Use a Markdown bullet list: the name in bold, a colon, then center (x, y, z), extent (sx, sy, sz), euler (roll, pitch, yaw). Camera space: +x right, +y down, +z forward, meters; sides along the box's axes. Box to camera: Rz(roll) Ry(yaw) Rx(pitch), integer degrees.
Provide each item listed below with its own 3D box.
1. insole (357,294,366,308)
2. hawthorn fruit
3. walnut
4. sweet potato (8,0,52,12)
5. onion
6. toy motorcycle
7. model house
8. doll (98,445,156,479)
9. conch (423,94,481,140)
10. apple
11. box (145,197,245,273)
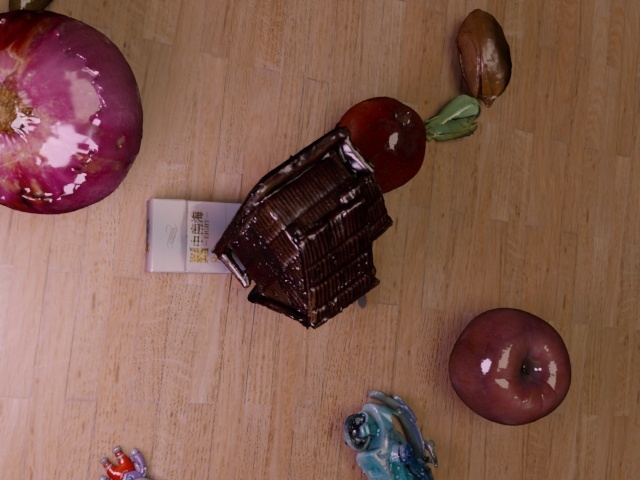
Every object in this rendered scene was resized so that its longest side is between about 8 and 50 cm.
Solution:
- **insole**: center (0.087, 0.045, 1.647), extent (0.003, 0.080, 0.232), euler (-7, 98, -20)
- **hawthorn fruit**: center (0.144, -0.223, 1.601), extent (0.215, 0.250, 0.215), euler (14, 57, -23)
- **walnut**: center (0.411, -0.458, 1.785), extent (0.137, 0.137, 0.246), euler (-17, 96, -25)
- **sweet potato**: center (-0.537, -0.512, 1.372), extent (0.074, 0.074, 0.270), euler (22, 68, -23)
- **onion**: center (-0.494, -0.219, 1.275), extent (0.358, 0.345, 0.359), euler (1, 84, -8)
- **toy motorcycle**: center (0.161, 0.475, 1.639), extent (0.206, 0.154, 0.260), euler (-40, 102, -45)
- **model house**: center (0.000, 0.000, 1.400), extent (0.317, 0.297, 0.282), euler (-37, 80, -27)
- **doll**: center (-0.354, 0.514, 1.423), extent (0.102, 0.075, 0.228), euler (-37, 92, -32)
- **conch**: center (0.334, -0.294, 1.781), extent (0.170, 0.079, 0.106), euler (-33, 96, -7)
- **apple**: center (0.453, 0.302, 1.725), extent (0.305, 0.235, 0.306), euler (2, 85, -24)
- **box**: center (-0.242, -0.005, 1.494), extent (0.242, 0.067, 0.155), euler (1, 86, -26)
